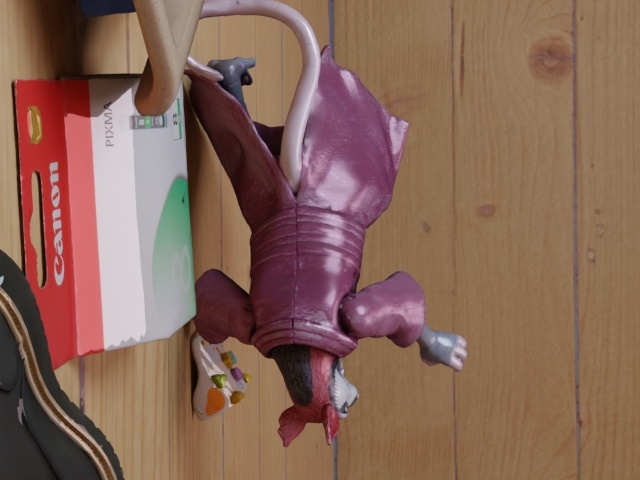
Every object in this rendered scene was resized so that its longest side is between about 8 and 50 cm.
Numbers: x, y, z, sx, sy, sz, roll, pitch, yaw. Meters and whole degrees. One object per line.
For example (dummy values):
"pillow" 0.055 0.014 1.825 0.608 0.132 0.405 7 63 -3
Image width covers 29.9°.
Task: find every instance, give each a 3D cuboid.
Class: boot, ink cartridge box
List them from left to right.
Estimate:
"boot" -0.154 0.117 0.517 0.137 0.077 0.198 -75 151 -53
"ink cartridge box" -0.132 -0.018 0.779 0.224 0.056 0.181 -58 146 -81

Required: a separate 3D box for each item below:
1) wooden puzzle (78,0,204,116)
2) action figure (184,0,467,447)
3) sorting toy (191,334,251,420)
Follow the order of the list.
"wooden puzzle" -0.122 -0.301 0.749 0.322 0.081 0.347 -83 171 -50
"action figure" 0.000 0.000 1.069 0.275 0.248 0.370 77 9 -61
"sorting toy" -0.103 0.118 1.146 0.083 0.045 0.075 -74 144 -70
